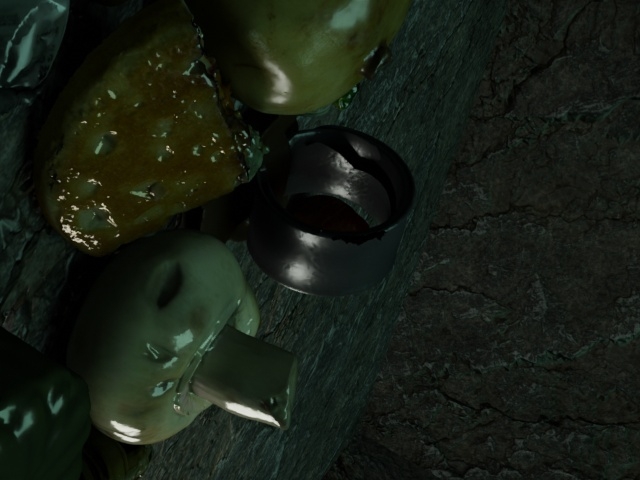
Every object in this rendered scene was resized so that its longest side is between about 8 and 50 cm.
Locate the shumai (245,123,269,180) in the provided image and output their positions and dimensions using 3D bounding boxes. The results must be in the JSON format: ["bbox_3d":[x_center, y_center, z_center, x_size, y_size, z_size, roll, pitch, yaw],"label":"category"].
[{"bbox_3d":[-0.161,-0.159,1.471,0.142,0.184,0.184,-80,-179,-45],"label":"shumai"}]

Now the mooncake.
[{"bbox_3d":[-0.434,0.278,1.199,0.356,0.194,0.356,-55,161,-29],"label":"mooncake"}]

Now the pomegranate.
[{"bbox_3d":[-0.027,-0.326,1.286,0.332,0.332,0.332,-54,162,-27],"label":"pomegranate"}]

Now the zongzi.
[{"bbox_3d":[-0.408,0.444,1.640,0.286,0.134,0.288,-21,135,-63],"label":"zongzi"}]

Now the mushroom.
[{"bbox_3d":[-0.206,0.142,1.548,0.325,0.353,0.353,-94,-162,-55],"label":"mushroom"}]

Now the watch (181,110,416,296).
[{"bbox_3d":[-0.022,-0.046,1.713,0.335,0.327,0.314,-47,157,-43],"label":"watch"}]

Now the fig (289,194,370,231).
[{"bbox_3d":[0.001,0.001,2.147,0.205,0.205,0.205,-54,162,-27],"label":"fig"}]

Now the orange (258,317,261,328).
[{"bbox_3d":[-0.182,0.170,1.924,0.156,0.134,0.156,-40,154,-25],"label":"orange"}]

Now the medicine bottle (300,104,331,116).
[{"bbox_3d":[-0.012,-0.310,1.758,0.086,0.086,0.183,-49,159,-40],"label":"medicine bottle"}]

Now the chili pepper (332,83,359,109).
[{"bbox_3d":[0.055,-0.339,1.988,0.073,0.050,0.182,-45,155,-30],"label":"chili pepper"}]

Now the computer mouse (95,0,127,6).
[{"bbox_3d":[-0.207,-0.359,1.151,0.199,0.045,0.102,-63,162,-1],"label":"computer mouse"}]

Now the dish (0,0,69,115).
[{"bbox_3d":[-0.320,-0.208,0.929,0.316,0.106,0.316,-55,163,-27],"label":"dish"}]

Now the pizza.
[{"bbox_3d":[-0.211,-0.127,1.237,0.277,0.114,0.409,-6,144,-30],"label":"pizza"}]
